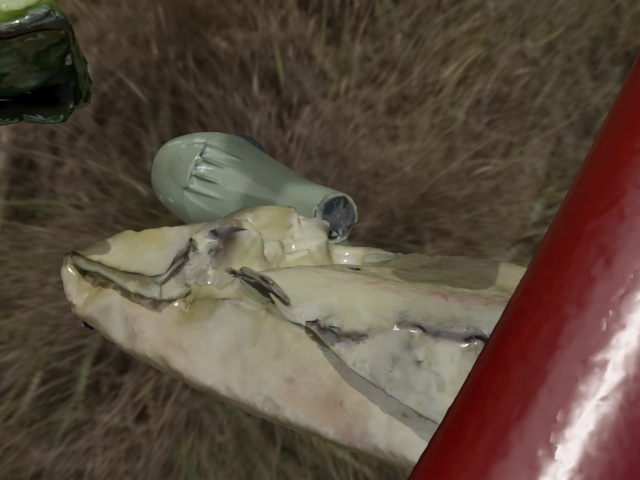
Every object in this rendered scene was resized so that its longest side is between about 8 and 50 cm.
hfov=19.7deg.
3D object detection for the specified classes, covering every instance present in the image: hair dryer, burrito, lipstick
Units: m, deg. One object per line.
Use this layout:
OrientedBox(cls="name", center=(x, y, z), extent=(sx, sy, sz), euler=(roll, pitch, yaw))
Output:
OrientedBox(cls="hair dryer", center=(0.003, -0.001, 1.125), extent=(0.199, 0.167, 0.067), euler=(30, 84, -26))
OrientedBox(cls="burrito", center=(0.059, 0.056, 0.835), extent=(0.348, 0.175, 0.107), euler=(14, 113, 19))
OrientedBox(cls="lipstick", center=(0.097, 0.010, 0.522), extent=(0.080, 0.080, 0.241), euler=(29, 76, -1))

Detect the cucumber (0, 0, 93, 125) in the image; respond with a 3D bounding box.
OrientedBox(cls="cucumber", center=(-0.208, -0.136, 0.807), extent=(0.105, 0.145, 0.325), euler=(-34, 53, -13))
